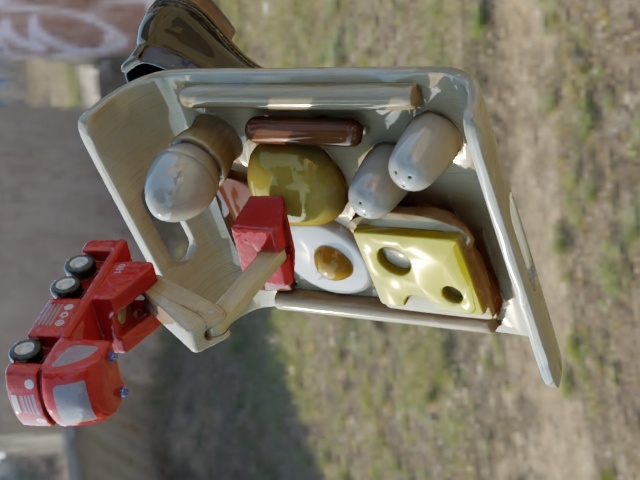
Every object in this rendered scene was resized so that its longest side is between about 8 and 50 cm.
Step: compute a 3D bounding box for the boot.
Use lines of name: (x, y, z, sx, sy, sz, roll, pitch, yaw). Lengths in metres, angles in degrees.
boot: (-0.069, -0.097, 1.106, 0.082, 0.219, 0.106, -37, 16, 37)

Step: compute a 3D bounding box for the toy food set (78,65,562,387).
toy food set: (0.000, 0.000, 0.916, 0.092, 0.306, 0.219, -54, -45, -36)

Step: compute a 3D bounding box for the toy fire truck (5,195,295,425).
toy fire truck: (-0.099, 0.042, 0.860, 0.192, 0.135, 0.047, -68, -27, -52)
